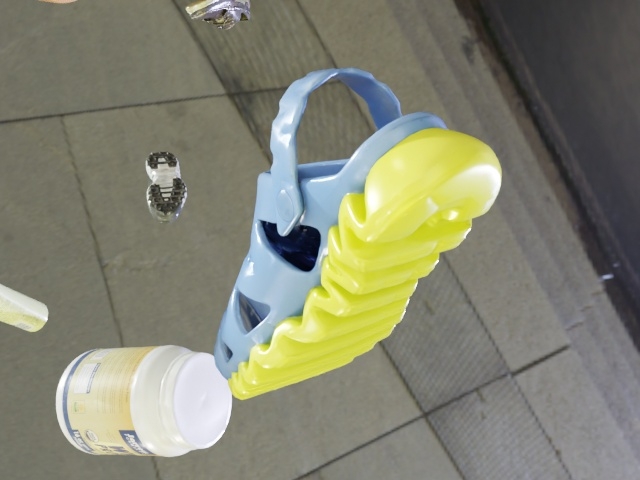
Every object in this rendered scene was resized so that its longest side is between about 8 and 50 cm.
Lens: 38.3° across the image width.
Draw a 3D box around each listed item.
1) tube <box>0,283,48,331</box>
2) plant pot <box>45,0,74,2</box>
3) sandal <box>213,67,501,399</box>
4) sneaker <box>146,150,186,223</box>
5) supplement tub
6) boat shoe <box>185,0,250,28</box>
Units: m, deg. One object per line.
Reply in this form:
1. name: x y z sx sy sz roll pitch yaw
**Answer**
1. tube: -0.602 0.109 1.704 0.240 0.062 0.070 39 67 -60
2. plant pot: -0.266 -0.328 0.759 0.203 0.291 0.291 27 58 5
3. sandal: 0.000 0.000 0.643 0.126 0.317 0.138 -14 62 -38
4. sneaker: -0.306 -0.082 1.834 0.078 0.234 0.106 -6 123 -10
5. supplement tub: -0.368 0.336 1.933 0.228 0.316 0.228 16 70 -56
6. boat shoe: -0.132 -0.317 1.272 0.152 0.056 0.049 -40 115 -59
